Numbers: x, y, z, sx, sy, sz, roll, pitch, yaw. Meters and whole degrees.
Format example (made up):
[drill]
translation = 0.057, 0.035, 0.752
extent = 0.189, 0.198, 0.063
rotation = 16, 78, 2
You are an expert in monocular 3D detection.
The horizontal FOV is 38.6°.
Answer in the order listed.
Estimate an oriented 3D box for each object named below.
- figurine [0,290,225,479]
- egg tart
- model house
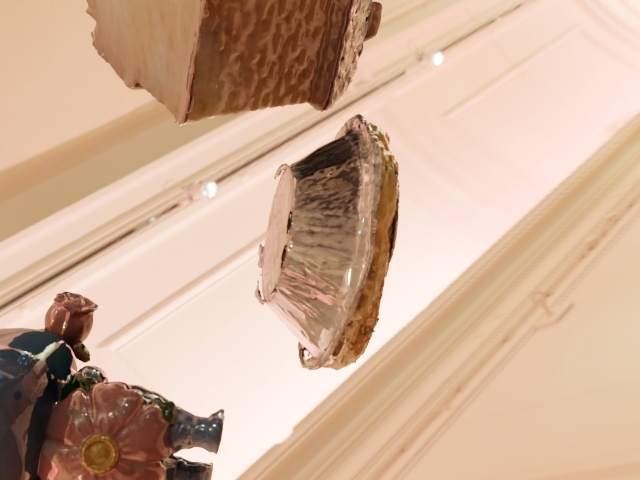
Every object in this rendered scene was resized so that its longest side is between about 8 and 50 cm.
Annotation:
[figurine]
translation = -0.145, 0.102, 0.521
extent = 0.178, 0.114, 0.144
rotation = 11, -158, -4
[egg tart]
translation = 0.000, 0.000, 0.815
extent = 0.094, 0.234, 0.234
rotation = 11, -117, -11
[model house]
translation = -0.082, -0.278, 1.005
extent = 0.284, 0.243, 0.298
rotation = -6, -143, -34
